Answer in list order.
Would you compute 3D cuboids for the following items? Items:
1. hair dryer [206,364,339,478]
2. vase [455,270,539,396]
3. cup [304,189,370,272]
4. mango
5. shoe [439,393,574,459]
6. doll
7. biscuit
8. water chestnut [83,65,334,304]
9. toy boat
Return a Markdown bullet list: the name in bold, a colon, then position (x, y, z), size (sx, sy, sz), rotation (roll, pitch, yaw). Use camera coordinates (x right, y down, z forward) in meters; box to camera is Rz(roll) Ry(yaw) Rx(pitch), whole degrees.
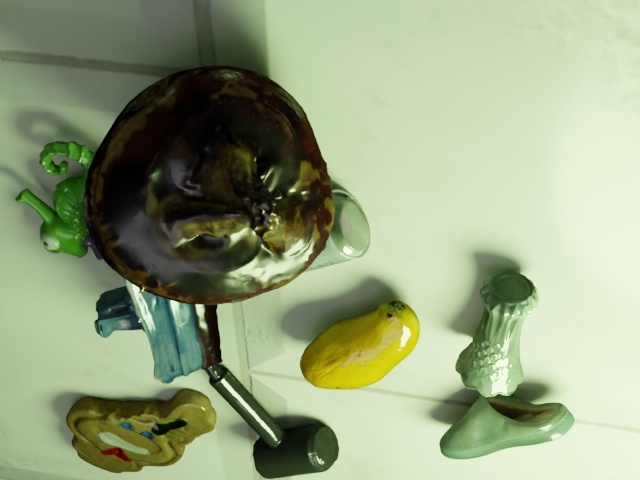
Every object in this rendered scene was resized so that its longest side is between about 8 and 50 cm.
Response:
- **hair dryer**: position (-0.079, 0.244, 1.205), size (0.114, 0.070, 0.248), rotation (-16, 122, 31)
- **vase**: position (0.202, 0.101, 0.953), size (0.081, 0.081, 0.149), rotation (8, 136, 6)
- **cup**: position (0.000, 0.000, 0.906), size (0.116, 0.074, 0.104), rotation (-22, 156, 38)
- **mango**: position (0.049, 0.131, 1.027), size (0.098, 0.075, 0.190), rotation (32, 129, -28)
- **shoe**: position (0.231, 0.229, 1.101), size (0.195, 0.079, 0.078), rotation (-20, 94, 42)
- **doll**: position (-0.277, -0.042, 0.939), size (0.115, 0.050, 0.190), rotation (18, 137, -15)
- **biscuit**: position (-0.284, 0.298, 1.323), size (0.320, 0.047, 0.183), rotation (-19, 132, 30)
- **water chestnut**: position (-0.095, -0.047, 0.760), size (0.223, 0.238, 0.224), rotation (-3, 103, -14)
- **toy boat**: position (-0.193, 0.067, 0.974), size (0.142, 0.129, 0.309), rotation (-4, 136, -2)
